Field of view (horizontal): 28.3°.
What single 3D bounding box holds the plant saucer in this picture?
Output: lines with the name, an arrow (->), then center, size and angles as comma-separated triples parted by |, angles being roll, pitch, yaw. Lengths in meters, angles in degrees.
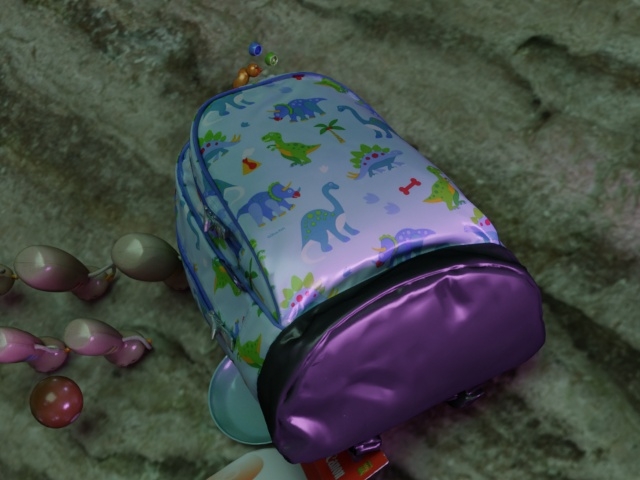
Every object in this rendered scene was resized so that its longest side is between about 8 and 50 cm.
plant saucer -> -0.055, 0.155, 1.297 | 0.119, 0.021, 0.119 | -9, 58, 15

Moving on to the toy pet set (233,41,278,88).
toy pet set -> -0.042, -0.140, 1.409 | 0.065, 0.122, 0.114 | 25, 91, 36

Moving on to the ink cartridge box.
ink cartridge box -> -0.034, 0.222, 1.187 | 0.179, 0.045, 0.145 | -37, 13, -2

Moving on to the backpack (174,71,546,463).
backpack -> 0.000, 0.000, 1.236 | 0.290, 0.273, 0.355 | -21, 31, -17

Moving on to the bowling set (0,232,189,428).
bowling set -> -0.273, 0.101, 1.352 | 0.287, 0.154, 0.199 | -1, 80, 17
